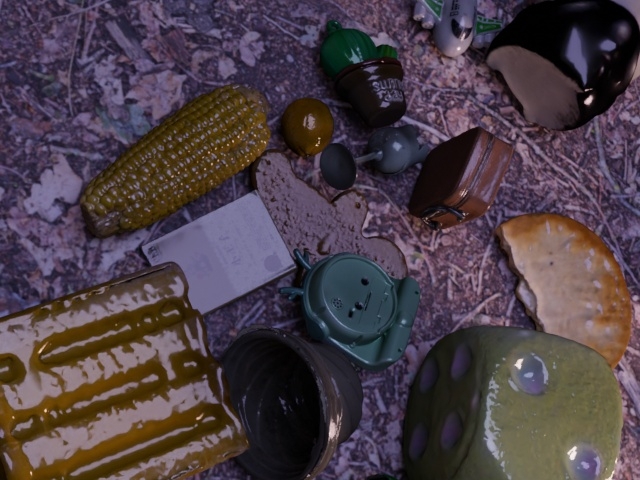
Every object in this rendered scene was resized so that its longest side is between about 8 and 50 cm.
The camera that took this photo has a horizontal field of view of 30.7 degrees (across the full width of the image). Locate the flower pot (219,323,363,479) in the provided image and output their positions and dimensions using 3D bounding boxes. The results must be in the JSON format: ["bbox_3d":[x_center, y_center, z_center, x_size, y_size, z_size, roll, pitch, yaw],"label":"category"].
[{"bbox_3d":[-0.030,0.228,1.672,0.141,0.235,0.235,-9,78,-46],"label":"flower pot"}]

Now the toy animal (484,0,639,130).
[{"bbox_3d":[0.467,-0.351,2.017,0.251,0.251,0.310,46,70,-4],"label":"toy animal"}]

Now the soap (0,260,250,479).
[{"bbox_3d":[-0.301,0.217,1.581,0.335,0.156,0.293,-21,81,-26],"label":"soap"}]

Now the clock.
[{"bbox_3d":[0.040,0.090,1.742,0.211,0.066,0.159,27,55,-14],"label":"clock"}]

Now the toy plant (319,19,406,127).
[{"bbox_3d":[0.075,-0.282,1.909,0.143,0.105,0.200,-9,67,-32],"label":"toy plant"}]

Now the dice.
[{"bbox_3d":[0.287,0.277,1.747,0.255,0.252,0.249,16,71,-17],"label":"dice"}]

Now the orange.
[{"bbox_3d":[-0.021,-0.178,1.848,0.085,0.085,0.095,8,80,-20],"label":"orange"}]

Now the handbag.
[{"bbox_3d":[0.217,-0.093,1.861,0.072,0.193,0.151,27,75,-17],"label":"handbag"}]

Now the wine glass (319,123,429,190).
[{"bbox_3d":[0.090,-0.135,1.855,0.196,0.079,0.079,-21,83,-46],"label":"wine glass"}]

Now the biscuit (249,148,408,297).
[{"bbox_3d":[0.000,0.000,1.824,0.302,0.049,0.196,29,75,-11],"label":"biscuit"}]

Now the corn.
[{"bbox_3d":[-0.206,-0.119,1.734,0.347,0.130,0.130,-38,91,-24],"label":"corn"}]

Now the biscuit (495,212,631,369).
[{"bbox_3d":[0.427,0.087,1.977,0.205,0.040,0.308,-21,84,-25],"label":"biscuit"}]

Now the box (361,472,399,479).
[{"bbox_3d":[0.090,0.483,1.692,0.180,0.103,0.250,35,66,-10],"label":"box"}]

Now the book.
[{"bbox_3d":[-0.150,0.026,1.744,0.199,0.016,0.138,-27,88,-11],"label":"book"}]

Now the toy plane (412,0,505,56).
[{"bbox_3d":[0.239,-0.398,2.020,0.174,0.080,0.173,5,76,-21],"label":"toy plane"}]
